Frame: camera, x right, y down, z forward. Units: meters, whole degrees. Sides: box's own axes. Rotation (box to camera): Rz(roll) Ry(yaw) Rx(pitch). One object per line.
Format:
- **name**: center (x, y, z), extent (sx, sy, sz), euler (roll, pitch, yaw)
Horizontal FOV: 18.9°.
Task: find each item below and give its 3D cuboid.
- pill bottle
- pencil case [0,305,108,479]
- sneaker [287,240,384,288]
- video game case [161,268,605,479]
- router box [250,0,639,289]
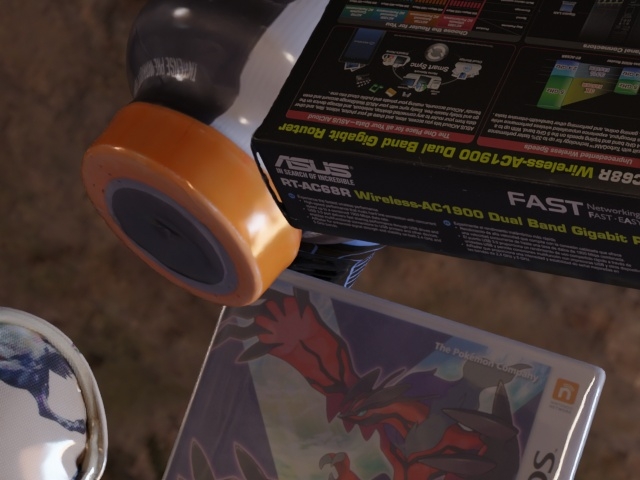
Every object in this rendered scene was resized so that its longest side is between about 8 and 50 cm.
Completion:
- **pill bottle**: center (0.010, -0.088, 0.778), extent (0.130, 0.245, 0.130), euler (30, -26, 17)
- **pencil case**: center (-0.304, 0.121, 1.443), extent (0.183, 0.160, 0.410), euler (4, -1, -29)
- **sneaker**: center (0.000, 0.000, 1.072), extent (0.081, 0.090, 0.232), euler (14, 4, -5)
- **video game case**: center (0.024, 0.122, 0.985), extent (0.201, 0.183, 0.023), euler (17, -11, 10)
- **router box**: center (0.057, -0.039, 0.481), extent (0.122, 0.092, 0.038), euler (10, -34, 28)
